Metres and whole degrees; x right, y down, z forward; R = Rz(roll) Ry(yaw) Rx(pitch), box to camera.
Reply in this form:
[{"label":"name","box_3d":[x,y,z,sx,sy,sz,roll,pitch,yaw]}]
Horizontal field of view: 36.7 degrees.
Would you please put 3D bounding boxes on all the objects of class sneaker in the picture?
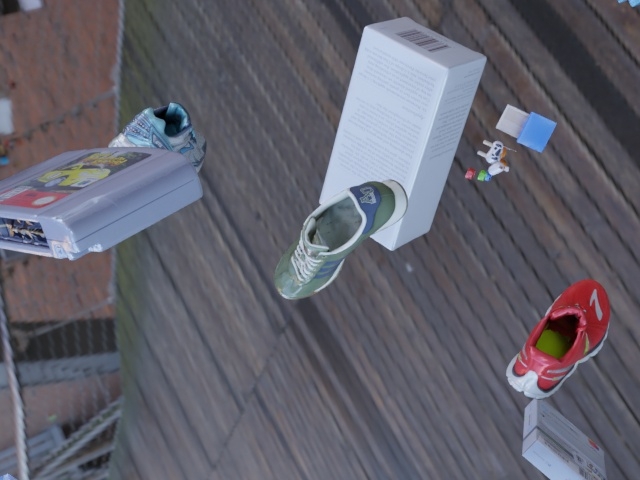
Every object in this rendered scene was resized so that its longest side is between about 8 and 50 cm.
[{"label":"sneaker","box_3d":[0.403,0.142,1.548,0.107,0.279,0.118,31,137,17]},{"label":"sneaker","box_3d":[-0.270,-0.192,1.797,0.110,0.283,0.122,41,108,8]},{"label":"sneaker","box_3d":[0.000,0.000,1.020,0.192,0.086,0.064,-40,71,30]}]

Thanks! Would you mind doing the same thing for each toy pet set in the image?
[{"label":"toy pet set","box_3d":[0.255,-0.116,1.264,0.065,0.122,0.114,30,104,17]}]

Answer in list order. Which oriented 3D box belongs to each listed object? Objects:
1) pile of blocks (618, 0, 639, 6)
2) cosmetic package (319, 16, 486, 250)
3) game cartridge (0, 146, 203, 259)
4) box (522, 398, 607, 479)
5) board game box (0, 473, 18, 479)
[{"label":"pile of blocks","box_3d":[0.565,-0.437,1.562,0.112,0.362,0.149,153,127,-70]},{"label":"cosmetic package","box_3d":[0.174,-0.235,2.142,0.230,0.161,0.453,35,127,27]},{"label":"game cartridge","box_3d":[-0.278,-0.050,1.103,0.294,0.196,0.060,6,116,45]},{"label":"box","box_3d":[0.383,0.332,1.513,0.145,0.186,0.038,40,109,1]},{"label":"board game box","box_3d":[-0.321,0.302,0.902,0.033,0.169,0.133,43,-155,-55]}]
